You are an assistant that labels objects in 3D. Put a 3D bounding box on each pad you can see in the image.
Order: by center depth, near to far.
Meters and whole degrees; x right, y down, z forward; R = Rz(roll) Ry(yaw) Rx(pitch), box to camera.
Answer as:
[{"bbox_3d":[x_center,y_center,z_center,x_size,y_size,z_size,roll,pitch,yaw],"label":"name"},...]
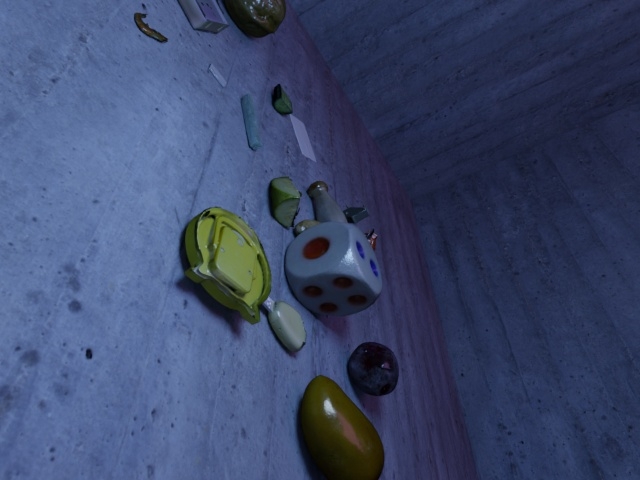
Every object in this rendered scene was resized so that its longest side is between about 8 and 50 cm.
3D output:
[{"bbox_3d":[-0.085,-0.498,2.129,0.156,0.004,0.231,15,54,-64],"label":"pad"}]

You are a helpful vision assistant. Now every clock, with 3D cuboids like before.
[{"bbox_3d":[-0.237,0.053,1.119,0.277,0.071,0.293,49,26,-27],"label":"clock"},{"bbox_3d":[-0.426,-0.841,1.595,0.146,0.071,0.192,61,22,-12],"label":"clock"}]

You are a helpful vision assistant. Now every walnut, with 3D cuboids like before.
[{"bbox_3d":[-0.288,-1.023,1.898,0.283,0.227,0.282,41,26,-25],"label":"walnut"}]

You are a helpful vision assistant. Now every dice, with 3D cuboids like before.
[{"bbox_3d":[0.047,0.099,1.487,0.251,0.260,0.242,50,29,-38],"label":"dice"}]

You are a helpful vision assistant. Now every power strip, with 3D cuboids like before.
[{"bbox_3d":[0.122,-0.109,2.024,0.061,0.145,0.216,62,-14,-12],"label":"power strip"}]

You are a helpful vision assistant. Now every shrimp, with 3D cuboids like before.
[{"bbox_3d":[-0.495,-0.627,1.285,0.114,0.023,0.083,8,58,-61],"label":"shrimp"}]

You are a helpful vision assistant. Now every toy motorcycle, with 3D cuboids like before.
[{"bbox_3d":[0.178,0.061,1.935,0.148,0.221,0.325,33,-4,11],"label":"toy motorcycle"}]

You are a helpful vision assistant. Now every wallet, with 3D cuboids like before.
[{"bbox_3d":[-0.366,-0.588,1.558,0.083,0.011,0.044,51,27,-36],"label":"wallet"}]

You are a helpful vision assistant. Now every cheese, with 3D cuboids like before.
[{"bbox_3d":[-0.125,0.203,1.256,0.255,0.050,0.127,55,24,-27],"label":"cheese"}]

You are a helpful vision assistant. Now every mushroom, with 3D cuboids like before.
[{"bbox_3d":[0.037,-0.092,1.843,0.128,0.129,0.349,19,47,-62],"label":"mushroom"}]

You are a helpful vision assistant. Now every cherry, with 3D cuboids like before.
[{"bbox_3d":[0.195,0.464,1.564,0.195,0.195,0.195,49,27,-37],"label":"cherry"}]

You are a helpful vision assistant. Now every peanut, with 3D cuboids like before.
[{"bbox_3d":[0.000,0.000,1.667,0.137,0.122,0.253,30,-2,37],"label":"peanut"}]

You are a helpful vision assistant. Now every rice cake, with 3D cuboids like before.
[{"bbox_3d":[-0.255,-0.442,1.618,0.042,0.045,0.245,26,45,-55],"label":"rice cake"}]

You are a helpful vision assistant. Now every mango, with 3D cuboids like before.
[{"bbox_3d":[0.052,0.524,1.185,0.317,0.173,0.211,59,21,0],"label":"mango"}]

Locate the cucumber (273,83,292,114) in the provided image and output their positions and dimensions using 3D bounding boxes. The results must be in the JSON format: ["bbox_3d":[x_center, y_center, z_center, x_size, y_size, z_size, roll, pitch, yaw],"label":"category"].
[{"bbox_3d":[-0.177,-0.627,1.971,0.116,0.062,0.115,52,26,-49],"label":"cucumber"}]

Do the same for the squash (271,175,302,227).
[{"bbox_3d":[-0.131,-0.195,1.570,0.169,0.094,0.251,112,-23,-51],"label":"squash"}]
